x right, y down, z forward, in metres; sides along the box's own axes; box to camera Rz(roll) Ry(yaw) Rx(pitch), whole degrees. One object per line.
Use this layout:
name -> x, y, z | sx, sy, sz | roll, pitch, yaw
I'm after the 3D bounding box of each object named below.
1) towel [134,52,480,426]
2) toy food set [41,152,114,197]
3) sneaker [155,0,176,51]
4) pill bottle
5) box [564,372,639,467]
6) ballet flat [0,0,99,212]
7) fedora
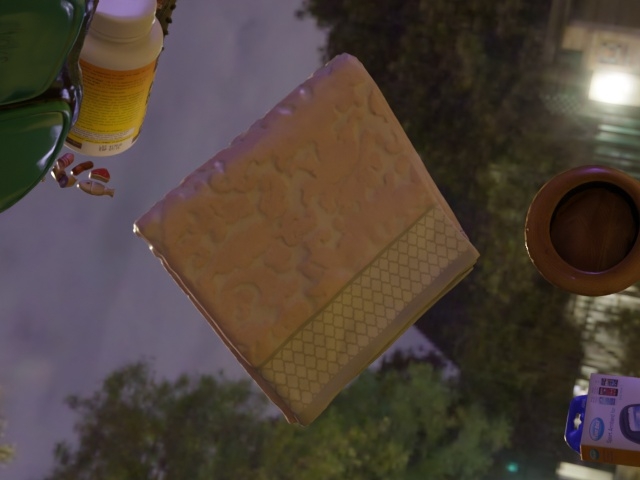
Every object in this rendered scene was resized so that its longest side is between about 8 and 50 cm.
towel -> 0.000, 0.000, 1.287 | 0.332, 0.317, 0.053 | -41, 17, -19
toy food set -> -0.401, -0.114, 1.826 | 0.019, 0.122, 0.078 | 121, 149, -42
sneaker -> -0.225, -0.309, 1.404 | 0.135, 0.276, 0.097 | 50, -178, -29
pill bottle -> -0.253, -0.207, 1.298 | 0.215, 0.117, 0.117 | 116, 176, -49
box -> 0.286, 0.160, 0.966 | 0.028, 0.136, 0.081 | 77, -155, -43
ballet flat -> -0.182, -0.105, 0.567 | 0.348, 0.123, 0.123 | 143, 145, -64
fedora -> 0.369, -0.005, 1.494 | 0.079, 0.194, 0.194 | 74, -151, -66
